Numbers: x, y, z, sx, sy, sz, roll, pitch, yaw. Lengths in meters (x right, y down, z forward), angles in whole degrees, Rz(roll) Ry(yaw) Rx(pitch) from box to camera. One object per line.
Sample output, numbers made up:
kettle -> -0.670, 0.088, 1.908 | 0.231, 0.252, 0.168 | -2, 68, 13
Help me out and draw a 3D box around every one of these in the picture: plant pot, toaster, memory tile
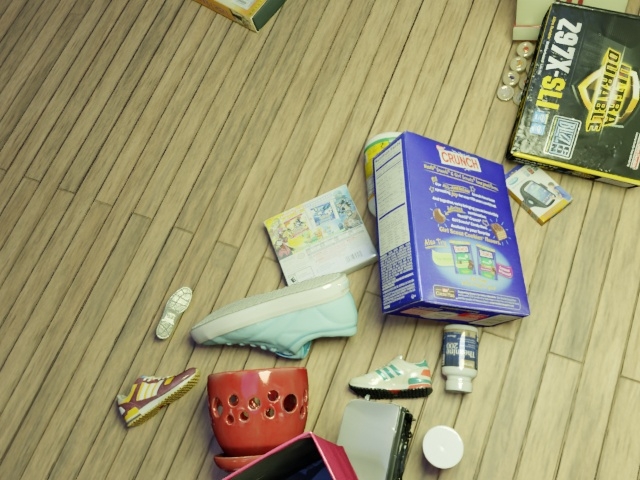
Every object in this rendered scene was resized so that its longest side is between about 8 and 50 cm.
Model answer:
plant pot -> -0.111, 0.328, 0.985 | 0.190, 0.191, 0.174 | -10, 74, 9
toaster -> 0.095, 0.375, 0.930 | 0.110, 0.168, 0.186 | 8, 70, 19
memory tile -> 0.476, -0.372, 1.199 | 0.113, 0.012, 0.148 | 25, 90, 20

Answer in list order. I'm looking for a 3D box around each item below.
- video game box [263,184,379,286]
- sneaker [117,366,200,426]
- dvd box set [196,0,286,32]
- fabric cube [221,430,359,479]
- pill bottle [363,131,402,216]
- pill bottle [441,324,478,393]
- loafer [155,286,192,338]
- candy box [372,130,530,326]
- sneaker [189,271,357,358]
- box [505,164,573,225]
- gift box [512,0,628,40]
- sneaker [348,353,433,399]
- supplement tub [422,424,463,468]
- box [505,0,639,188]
video game box -> 0.000, 0.000, 1.162 | 0.205, 0.048, 0.187 | -24, 69, 3
sneaker -> -0.342, 0.306, 1.108 | 0.185, 0.069, 0.084 | -35, 71, -3
dvd box set -> -0.243, -0.797, 1.523 | 0.420, 0.062, 0.308 | 33, 79, 23
fabric cube -> -0.040, 0.437, 0.694 | 0.254, 0.258, 0.259 | -29, 63, -4
pill bottle -> 0.157, -0.116, 1.133 | 0.117, 0.118, 0.209 | -7, 67, 10
pill bottle -> 0.263, 0.224, 1.002 | 0.066, 0.067, 0.120 | 3, 70, 14
loafer -> -0.329, 0.159, 1.180 | 0.045, 0.039, 0.125 | 31, 73, -13
candy box -> 0.239, -0.014, 0.995 | 0.268, 0.122, 0.318 | 11, 66, -29
sneaker -> -0.096, 0.184, 1.072 | 0.365, 0.135, 0.150 | -17, 96, 22
box -> 0.447, -0.106, 1.112 | 0.081, 0.028, 0.136 | -37, 67, -3
gift box -> 0.567, -0.570, 1.138 | 0.276, 0.258, 0.255 | 15, 73, 22
sneaker -> 0.136, 0.263, 1.031 | 0.161, 0.057, 0.076 | -4, 51, 13
supplement tub -> 0.215, 0.364, 0.936 | 0.070, 0.107, 0.071 | -5, 68, 12
box -> 0.545, -0.292, 1.067 | 0.256, 0.079, 0.322 | 16, 91, 11
